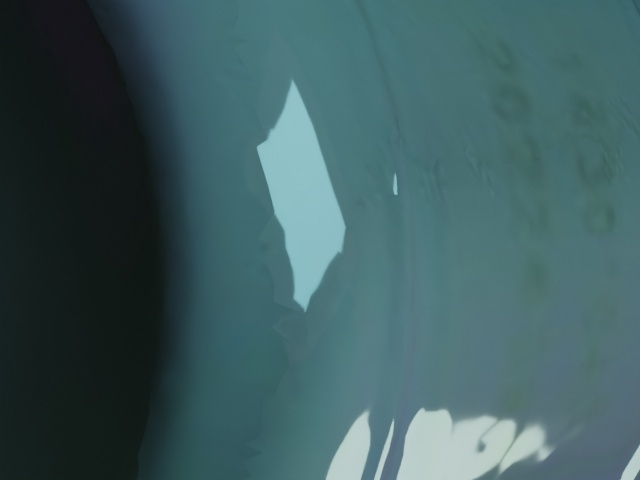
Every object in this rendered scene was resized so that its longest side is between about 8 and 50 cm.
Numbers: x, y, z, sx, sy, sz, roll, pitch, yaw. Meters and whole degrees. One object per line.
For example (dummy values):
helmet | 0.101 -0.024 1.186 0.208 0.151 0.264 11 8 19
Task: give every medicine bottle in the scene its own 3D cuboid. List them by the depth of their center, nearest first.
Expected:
medicine bottle | 0.000 0.000 0.549 0.302 0.241 0.241 -3 80 -48
